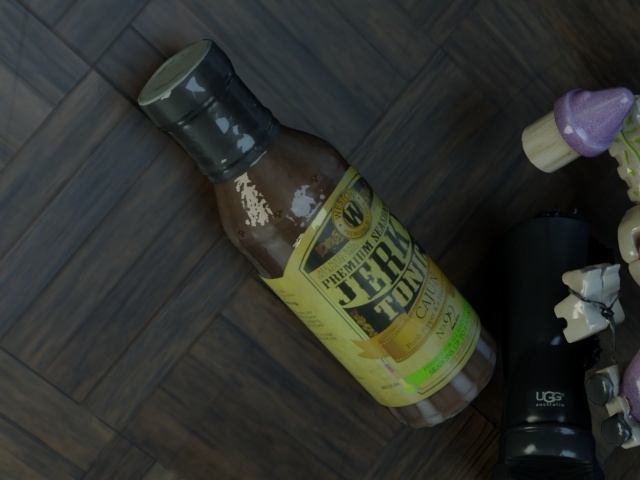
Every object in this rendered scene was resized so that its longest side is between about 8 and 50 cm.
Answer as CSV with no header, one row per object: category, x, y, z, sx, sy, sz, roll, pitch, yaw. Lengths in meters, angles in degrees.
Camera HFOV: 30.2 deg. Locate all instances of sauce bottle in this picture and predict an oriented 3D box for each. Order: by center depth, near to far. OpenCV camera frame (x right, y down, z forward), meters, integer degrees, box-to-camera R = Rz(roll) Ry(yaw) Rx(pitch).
sauce bottle,0.000,0.000,0.892,0.111,0.111,0.344,-47,115,-8

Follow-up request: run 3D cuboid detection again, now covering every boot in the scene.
boot,0.195,0.104,0.994,0.094,0.246,0.207,3,68,11

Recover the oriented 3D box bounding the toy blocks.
toy blocks,0.347,-0.037,0.859,0.309,0.260,0.288,-9,74,-40
